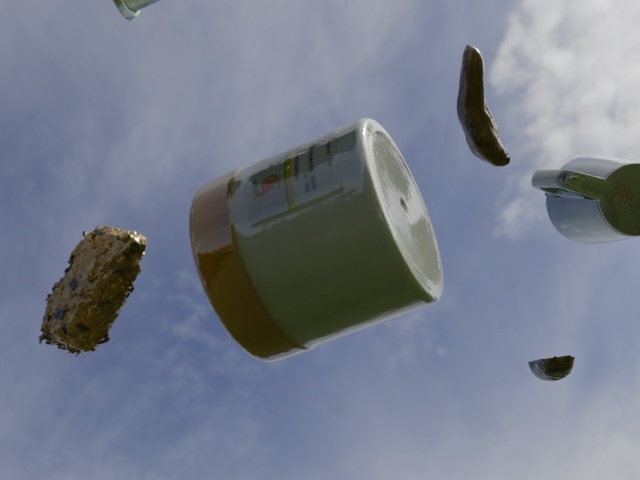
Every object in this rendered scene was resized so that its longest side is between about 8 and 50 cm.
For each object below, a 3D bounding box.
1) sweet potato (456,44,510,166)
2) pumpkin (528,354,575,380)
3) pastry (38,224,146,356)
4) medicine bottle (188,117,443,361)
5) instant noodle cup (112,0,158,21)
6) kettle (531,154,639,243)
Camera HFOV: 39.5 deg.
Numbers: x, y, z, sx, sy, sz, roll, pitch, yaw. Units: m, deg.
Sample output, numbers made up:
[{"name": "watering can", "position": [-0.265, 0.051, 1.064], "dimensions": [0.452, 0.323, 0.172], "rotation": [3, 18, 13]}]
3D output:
[{"name": "sweet potato", "position": [0.224, -0.191, 1.288], "dimensions": [0.053, 0.054, 0.182], "rotation": [-14, -88, -3]}, {"name": "pumpkin", "position": [0.276, 0.153, 1.065], "dimensions": [0.050, 0.028, 0.083], "rotation": [-4, -16, 7]}, {"name": "pastry", "position": [-0.232, 0.051, 0.917], "dimensions": [0.056, 0.080, 0.140], "rotation": [32, -105, -64]}, {"name": "medicine bottle", "position": [0.000, 0.000, 1.067], "dimensions": [0.232, 0.237, 0.238], "rotation": [-22, -45, 17]}, {"name": "instant noodle cup", "position": [-0.190, -0.460, 1.136], "dimensions": [0.222, 0.311, 0.311], "rotation": [-16, -50, 0]}, {"name": "kettle", "position": [0.455, -0.078, 1.472], "dimensions": [0.211, 0.243, 0.159], "rotation": [21, -88, 1]}]
